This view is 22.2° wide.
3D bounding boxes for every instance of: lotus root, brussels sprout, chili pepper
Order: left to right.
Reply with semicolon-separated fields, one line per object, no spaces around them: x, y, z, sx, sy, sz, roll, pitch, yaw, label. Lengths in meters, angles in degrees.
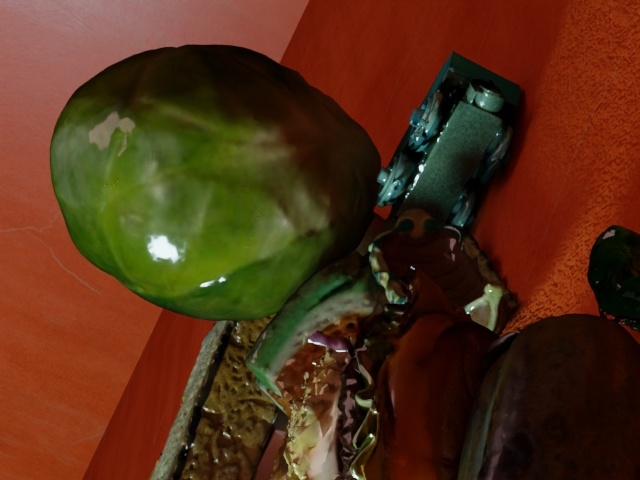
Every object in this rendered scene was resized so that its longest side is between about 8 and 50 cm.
-0.096;-0.059;1.696;0.289;0.355;0.281;2;91;45;brussels sprout
0.148;0.156;1.020;0.124;0.123;0.241;103;180;-64;lotus root
0.223;0.026;1.108;0.073;0.050;0.182;-61;13;-5;chili pepper

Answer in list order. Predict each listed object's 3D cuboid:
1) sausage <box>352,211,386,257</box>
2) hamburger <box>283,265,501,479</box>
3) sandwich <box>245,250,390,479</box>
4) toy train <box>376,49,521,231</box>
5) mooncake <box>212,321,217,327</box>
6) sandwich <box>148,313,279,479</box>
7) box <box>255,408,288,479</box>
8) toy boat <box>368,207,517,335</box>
-0.002;0.002;2.059;0.136;0.123;0.501;-38;11;-3;sausage
0.065;0.154;1.143;0.139;0.243;0.261;-12;32;33;hamburger
0.002;0.145;1.596;0.250;0.162;0.301;-43;29;32;sandwich
0.130;-0.094;1.668;0.198;0.107;0.154;-61;5;30;toy train
-0.097;0.168;2.162;0.228;0.124;0.228;-158;90;-80;mooncake
-0.122;0.219;1.846;0.249;0.095;0.273;137;155;-67;sandwich
-0.061;0.285;1.873;0.199;0.081;0.135;-62;11;13;box
0.116;0.047;1.454;0.293;0.109;0.099;-128;32;-73;toy boat
